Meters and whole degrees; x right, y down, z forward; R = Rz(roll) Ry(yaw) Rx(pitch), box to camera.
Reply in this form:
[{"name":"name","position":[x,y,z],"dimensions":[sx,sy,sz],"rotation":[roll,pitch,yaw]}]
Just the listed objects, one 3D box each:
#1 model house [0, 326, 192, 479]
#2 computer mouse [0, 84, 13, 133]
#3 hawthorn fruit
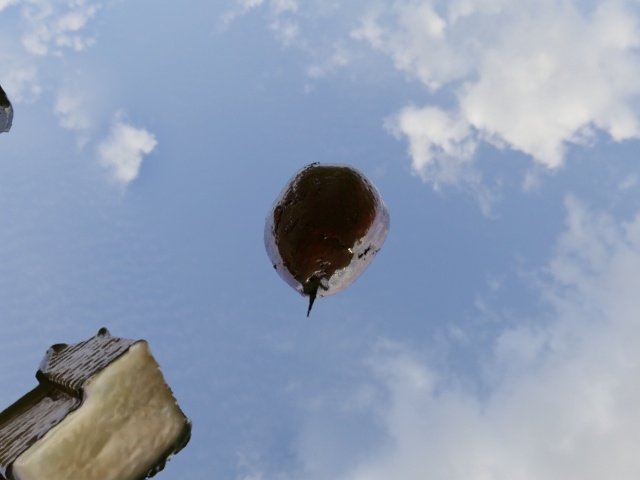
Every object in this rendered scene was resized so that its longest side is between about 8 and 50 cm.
[{"name":"model house","position":[-0.294,0.219,0.553],"dimensions":[0.172,0.167,0.183],"rotation":[3,-150,36]},{"name":"computer mouse","position":[-0.678,-0.329,0.836],"dimensions":[0.168,0.295,0.087],"rotation":[-12,-142,37]},{"name":"hawthorn fruit","position":[0.000,0.000,0.647],"dimensions":[0.181,0.181,0.235],"rotation":[14,-130,6]}]
